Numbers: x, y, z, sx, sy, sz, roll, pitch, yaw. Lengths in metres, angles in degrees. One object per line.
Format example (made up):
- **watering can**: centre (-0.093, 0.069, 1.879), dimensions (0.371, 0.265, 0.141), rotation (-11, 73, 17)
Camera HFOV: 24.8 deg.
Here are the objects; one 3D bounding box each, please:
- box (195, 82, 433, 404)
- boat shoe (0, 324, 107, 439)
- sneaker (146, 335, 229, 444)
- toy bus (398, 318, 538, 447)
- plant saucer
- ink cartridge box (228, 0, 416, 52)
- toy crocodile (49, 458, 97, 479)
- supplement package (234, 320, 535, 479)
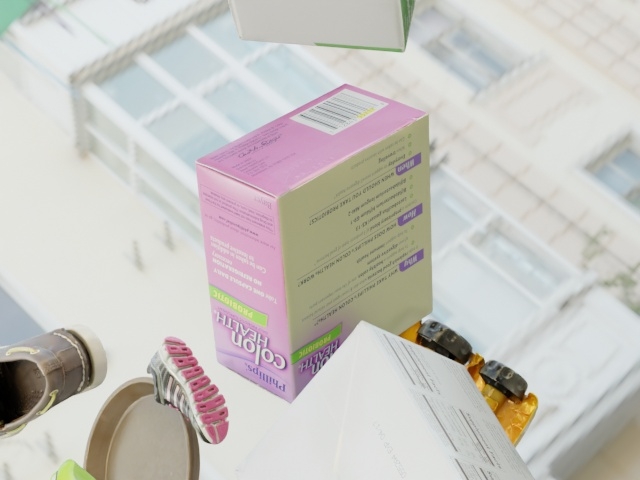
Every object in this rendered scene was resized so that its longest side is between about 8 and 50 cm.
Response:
- **box**: centre (0.000, 0.000, 1.462), dimensions (0.213, 0.117, 0.243), rotation (-31, -49, -36)
- **boat shoe**: centre (-0.407, 0.194, 1.866), dimensions (0.324, 0.116, 0.097), rotation (-24, -2, 39)
- **sneaker**: centre (-0.193, 0.223, 2.084), dimensions (0.075, 0.170, 0.063), rotation (-42, -15, 35)
- **toy bus**: centre (0.179, 0.224, 1.958), dimensions (0.149, 0.220, 0.211), rotation (-55, -21, -9)
- **plant saucer**: centre (-0.266, 0.344, 2.184), dimensions (0.041, 0.278, 0.278), rotation (13, -64, -40)
- **ink cartridge box**: centre (0.022, -0.365, 1.694), dimensions (0.117, 0.201, 0.278), rotation (77, -158, -56)
- **toy crocodile**: centre (-0.273, 0.380, 1.587), dimensions (0.105, 0.340, 0.115), rotation (-26, -57, 20)
- **supplement package**: centre (0.072, 0.244, 1.295), dimensions (0.145, 0.262, 0.204), rotation (26, -68, -37)
